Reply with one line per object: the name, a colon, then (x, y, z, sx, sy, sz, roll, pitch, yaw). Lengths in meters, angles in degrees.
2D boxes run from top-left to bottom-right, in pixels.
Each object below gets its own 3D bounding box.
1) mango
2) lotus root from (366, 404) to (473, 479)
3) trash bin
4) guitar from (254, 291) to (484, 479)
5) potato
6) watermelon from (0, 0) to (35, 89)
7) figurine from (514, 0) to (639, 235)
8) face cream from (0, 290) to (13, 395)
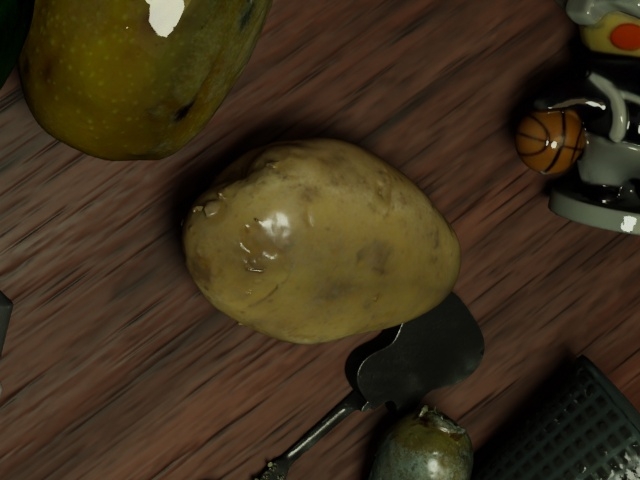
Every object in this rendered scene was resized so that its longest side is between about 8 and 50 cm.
mango: (-0.097, -0.211, 1.111, 0.175, 0.176, 0.329, 22, 87, -43)
lotus root: (0.076, 0.205, 1.326, 0.088, 0.088, 0.165, -2, 124, -23)
trash bin: (0.207, 0.208, 1.355, 0.161, 0.175, 0.175, -36, 114, 2)
guitar: (0.033, 0.130, 1.326, 0.233, 0.025, 0.088, -41, 116, -11)
potato: (0.002, -0.004, 1.236, 0.234, 0.128, 0.161, -8, 121, -26)
watermelon: (-0.329, -0.193, 0.924, 0.363, 0.363, 0.363, -5, 104, -23)
figurine: (0.247, -0.131, 1.306, 0.176, 0.133, 0.236, 5, 103, -25)
face cream: (-0.282, 0.143, 1.157, 0.092, 0.092, 0.311, 15, 94, -26)
